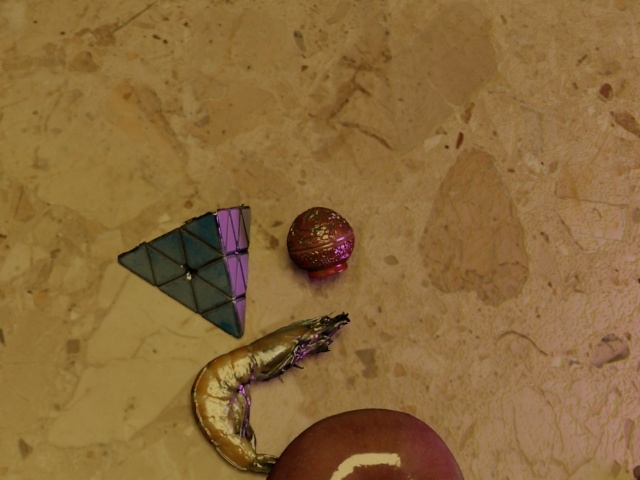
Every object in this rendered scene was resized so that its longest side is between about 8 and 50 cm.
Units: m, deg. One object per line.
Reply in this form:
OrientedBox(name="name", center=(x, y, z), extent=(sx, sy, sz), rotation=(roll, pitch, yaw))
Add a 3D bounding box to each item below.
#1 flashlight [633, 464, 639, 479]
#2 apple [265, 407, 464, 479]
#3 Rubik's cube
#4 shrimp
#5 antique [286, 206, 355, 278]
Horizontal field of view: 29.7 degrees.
OrientedBox(name="flashlight", center=(0.462, 0.364, 1.670), extent=(0.031, 0.052, 0.110), rotation=(21, 61, -42))
OrientedBox(name="apple", center=(0.057, 0.359, 1.476), extent=(0.305, 0.235, 0.306), rotation=(4, 63, -8))
OrientedBox(name="Rubik's cube", center=(-0.142, 0.049, 1.661), extent=(0.211, 0.190, 0.178), rotation=(-24, 87, -17))
OrientedBox(name="shrimp", center=(-0.038, 0.214, 1.645), extent=(0.262, 0.051, 0.198), rotation=(-28, 78, -20))
OrientedBox(name="antique", center=(0.000, 0.000, 1.729), extent=(0.104, 0.104, 0.104), rotation=(5, 62, -9))
